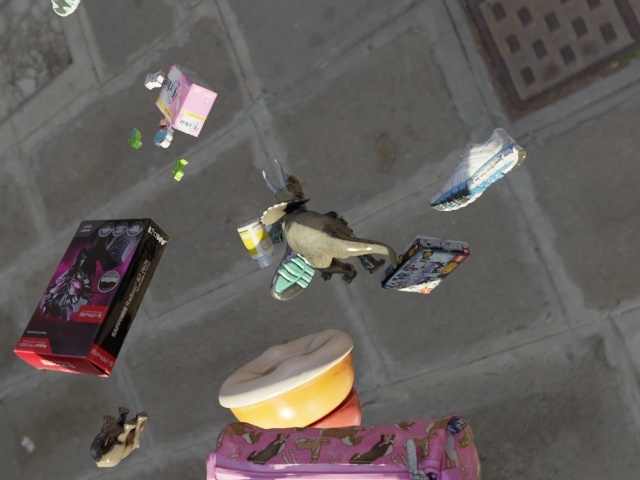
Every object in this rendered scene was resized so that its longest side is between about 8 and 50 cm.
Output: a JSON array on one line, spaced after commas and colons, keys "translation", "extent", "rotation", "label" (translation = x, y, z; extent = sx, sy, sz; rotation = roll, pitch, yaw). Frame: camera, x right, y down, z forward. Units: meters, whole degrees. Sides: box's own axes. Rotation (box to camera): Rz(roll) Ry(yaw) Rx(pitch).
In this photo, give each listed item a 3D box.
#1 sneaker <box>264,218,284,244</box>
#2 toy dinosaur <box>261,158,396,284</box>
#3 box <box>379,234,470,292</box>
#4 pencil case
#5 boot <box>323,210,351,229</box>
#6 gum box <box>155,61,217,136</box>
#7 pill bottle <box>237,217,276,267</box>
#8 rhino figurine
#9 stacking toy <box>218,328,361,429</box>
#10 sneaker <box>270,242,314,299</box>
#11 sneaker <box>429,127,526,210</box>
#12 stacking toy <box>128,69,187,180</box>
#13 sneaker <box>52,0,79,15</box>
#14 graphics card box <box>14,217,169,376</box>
[{"translation": [-0.142, -0.006, 1.877], "extent": [0.076, 0.065, 0.166], "rotation": [27, 126, -14], "label": "sneaker"}, {"translation": [0.000, 0.000, 1.056], "extent": [0.121, 0.160, 0.313], "rotation": [-55, 33, 6], "label": "toy dinosaur"}, {"translation": [0.170, 0.042, 1.107], "extent": [0.137, 0.093, 0.027], "rotation": [125, 146, -51], "label": "box"}, {"translation": [0.030, 0.331, 0.955], "extent": [0.386, 0.160, 0.167], "rotation": [-9, 118, 25], "label": "pencil case"}, {"translation": [0.014, -0.028, 1.759], "extent": [0.121, 0.099, 0.045], "rotation": [-23, 59, 13], "label": "boot"}, {"translation": [-0.313, -0.327, 1.539], "extent": [0.107, 0.062, 0.188], "rotation": [-61, 37, 15], "label": "gum box"}, {"translation": [-0.156, 0.007, 1.687], "extent": [0.065, 0.065, 0.116], "rotation": [-18, 103, 31], "label": "pill bottle"}, {"translation": [-0.420, 0.415, 1.434], "extent": [0.073, 0.243, 0.106], "rotation": [22, 85, 4], "label": "rhino figurine"}, {"translation": [-0.006, 0.489, 1.630], "extent": [0.350, 0.350, 0.480], "rotation": [-22, 93, 30], "label": "stacking toy"}, {"translation": [-0.058, 0.046, 1.595], "extent": [0.098, 0.083, 0.224], "rotation": [-1, 50, 58], "label": "sneaker"}, {"translation": [0.269, -0.127, 1.201], "extent": [0.190, 0.071, 0.083], "rotation": [-37, 62, 23], "label": "sneaker"}, {"translation": [-0.370, -0.282, 1.638], "extent": [0.052, 0.167, 0.221], "rotation": [-7, 62, 34], "label": "stacking toy"}, {"translation": [-0.347, -0.372, 0.969], "extent": [0.038, 0.069, 0.098], "rotation": [35, 119, -11], "label": "sneaker"}, {"translation": [-0.525, 0.121, 1.564], "extent": [0.232, 0.094, 0.371], "rotation": [0, 55, 29], "label": "graphics card box"}]
